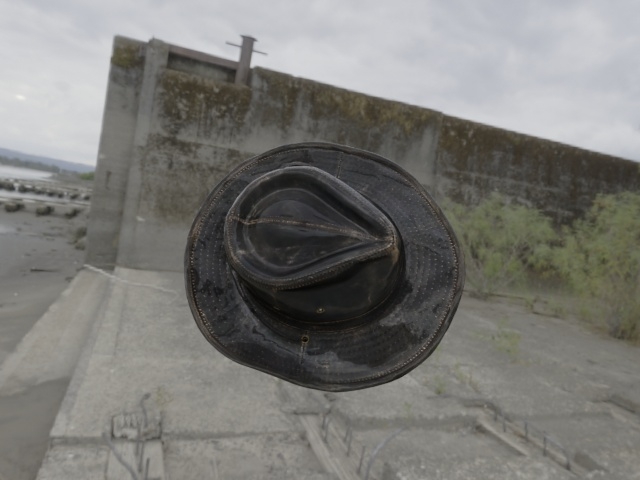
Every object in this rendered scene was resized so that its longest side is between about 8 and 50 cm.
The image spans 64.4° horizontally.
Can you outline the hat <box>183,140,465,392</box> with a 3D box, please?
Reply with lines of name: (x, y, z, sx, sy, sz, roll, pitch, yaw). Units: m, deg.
hat: (0.000, 0.000, 0.551, 0.331, 0.331, 0.134, 9, -20, 5)
